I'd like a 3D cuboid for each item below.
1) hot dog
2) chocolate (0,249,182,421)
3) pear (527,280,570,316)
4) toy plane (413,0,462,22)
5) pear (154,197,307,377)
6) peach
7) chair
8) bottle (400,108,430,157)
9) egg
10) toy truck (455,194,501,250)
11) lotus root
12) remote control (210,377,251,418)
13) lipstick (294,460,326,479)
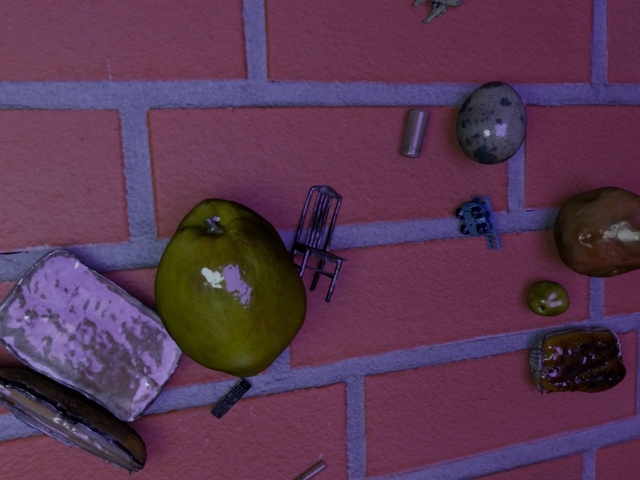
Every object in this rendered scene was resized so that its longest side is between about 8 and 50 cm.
[{"bbox_3d":[0.620,0.290,1.411,0.271,0.082,0.162,0,96,-19],"label":"hot dog"},{"bbox_3d":[-0.394,0.163,1.017,0.303,0.100,0.185,42,71,-23],"label":"chocolate"},{"bbox_3d":[0.524,0.131,1.355,0.097,0.092,0.092,-35,113,-57],"label":"pear"},{"bbox_3d":[0.242,-0.491,1.193,0.111,0.040,0.102,5,114,-19],"label":"toy plane"},{"bbox_3d":[-0.153,0.085,1.007,0.269,0.269,0.321,-21,129,-16],"label":"pear"},{"bbox_3d":[0.636,-0.015,1.297,0.215,0.235,0.214,0,90,-13],"label":"peach"},{"bbox_3d":[0.000,0.000,1.136,0.084,0.101,0.212,17,92,-22],"label":"chair"},{"bbox_3d":[0.193,-0.219,1.208,0.045,0.045,0.096,10,96,-21],"label":"bottle"},{"bbox_3d":[0.353,-0.244,1.213,0.141,0.141,0.181,18,73,-21],"label":"egg"},{"bbox_3d":[0.350,-0.028,1.285,0.074,0.063,0.136,-31,111,-34],"label":"toy truck"},{"bbox_3d":[-0.436,0.289,1.012,0.329,0.167,0.078,41,47,-20],"label":"lotus root"},{"bbox_3d":[-0.177,0.310,1.158,0.091,0.016,0.034,-45,125,-9],"label":"remote control"},{"bbox_3d":[-0.031,0.497,1.234,0.094,0.019,0.018,-32,106,-13],"label":"lipstick"}]
